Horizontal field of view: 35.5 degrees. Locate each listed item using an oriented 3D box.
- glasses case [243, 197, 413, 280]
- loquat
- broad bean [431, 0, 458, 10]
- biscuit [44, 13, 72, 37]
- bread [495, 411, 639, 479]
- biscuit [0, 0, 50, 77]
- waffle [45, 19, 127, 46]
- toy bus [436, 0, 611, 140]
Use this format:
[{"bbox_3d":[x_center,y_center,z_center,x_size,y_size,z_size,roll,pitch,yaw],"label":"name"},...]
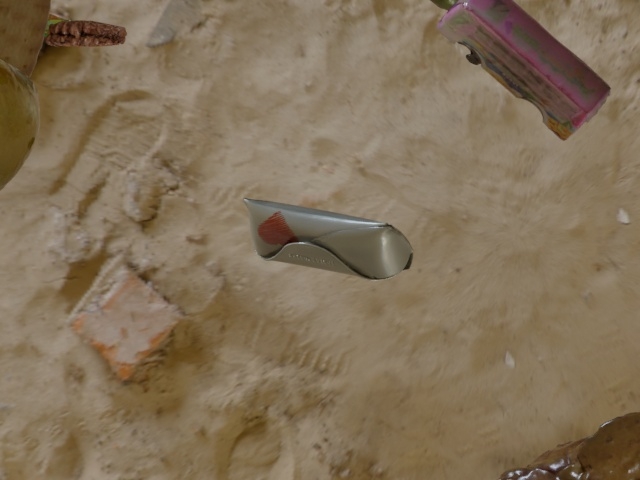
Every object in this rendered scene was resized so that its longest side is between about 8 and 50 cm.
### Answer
[{"bbox_3d":[0.000,-0.001,1.725,0.308,0.128,0.083,10,64,21],"label":"glasses case"},{"bbox_3d":[-0.312,-0.090,0.808,0.152,0.195,0.152,25,136,27],"label":"loquat"},{"bbox_3d":[0.160,-0.476,1.771,0.325,0.075,0.067,34,71,18],"label":"broad bean"},{"bbox_3d":[-0.412,-0.320,1.460,0.089,0.016,0.046,21,60,-16],"label":"biscuit"},{"bbox_3d":[0.245,0.253,0.862,0.232,0.247,0.135,-31,49,21],"label":"bread"},{"bbox_3d":[-0.352,-0.234,0.988,0.040,0.318,0.317,16,93,7],"label":"biscuit"},{"bbox_3d":[-0.244,-0.215,1.046,0.083,0.075,0.029,16,110,48],"label":"waffle"},{"bbox_3d":[0.311,-0.281,1.530,0.274,0.112,0.090,41,75,2],"label":"toy bus"}]
